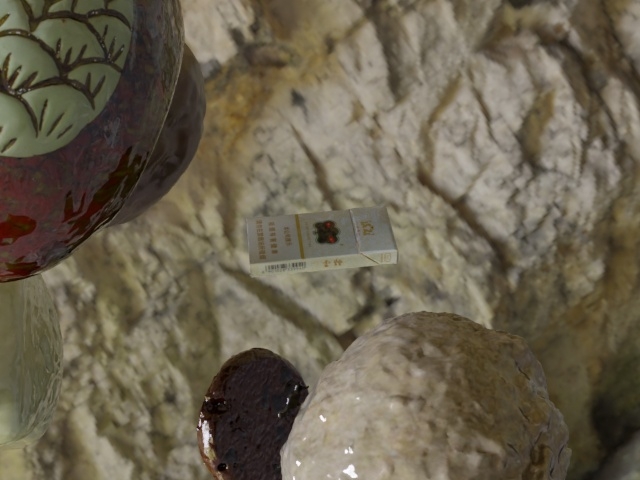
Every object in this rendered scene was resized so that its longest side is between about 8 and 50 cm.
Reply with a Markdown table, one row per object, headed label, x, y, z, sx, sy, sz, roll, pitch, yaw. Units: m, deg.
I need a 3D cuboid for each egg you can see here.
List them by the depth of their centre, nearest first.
| label | x | y | z | sx | sy | sz | roll | pitch | yaw |
| --- | --- | --- | --- | --- | --- | --- | --- | --- | --- |
| egg | 0.097 | 0.220 | 0.939 | 0.279 | 0.279 | 0.310 | 63 | -138 | -81 |

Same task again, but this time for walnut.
| label | x | y | z | sx | sy | sz | roll | pitch | yaw |
| --- | --- | --- | --- | --- | --- | --- | --- | --- | --- |
| walnut | -0.266 | -0.147 | 1.162 | 0.273 | 0.227 | 0.273 | -15 | -53 | -21 |

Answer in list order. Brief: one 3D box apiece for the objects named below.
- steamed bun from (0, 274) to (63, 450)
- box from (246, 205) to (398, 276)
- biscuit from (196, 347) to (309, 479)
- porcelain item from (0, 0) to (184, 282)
| label | x | y | z | sx | sy | sz | roll | pitch | yaw |
| --- | --- | --- | --- | --- | --- | --- | --- | --- | --- |
| steamed bun | -0.473 | 0.104 | 1.091 | 0.371 | 0.290 | 0.456 | -5 | -11 | -21 |
| box | 0.000 | 0.000 | 1.150 | 0.167 | 0.090 | 0.024 | -6 | -53 | -3 |
| biscuit | -0.082 | 0.231 | 1.287 | 0.049 | 0.192 | 0.192 | 6 | 22 | 42 |
| porcelain item | -0.208 | -0.106 | 0.578 | 0.253 | 0.253 | 0.253 | -32 | -9 | -6 |
